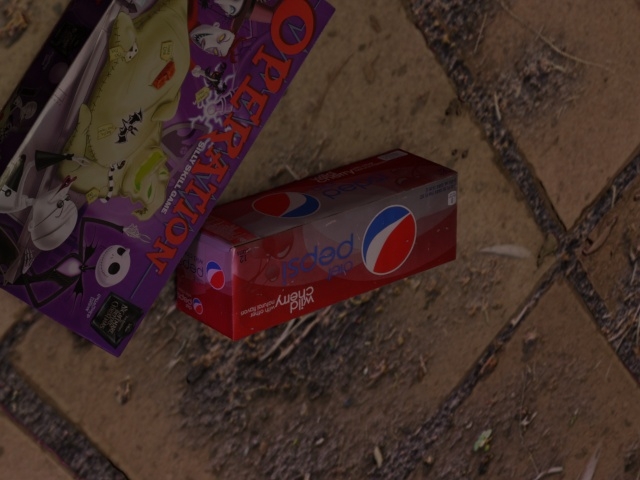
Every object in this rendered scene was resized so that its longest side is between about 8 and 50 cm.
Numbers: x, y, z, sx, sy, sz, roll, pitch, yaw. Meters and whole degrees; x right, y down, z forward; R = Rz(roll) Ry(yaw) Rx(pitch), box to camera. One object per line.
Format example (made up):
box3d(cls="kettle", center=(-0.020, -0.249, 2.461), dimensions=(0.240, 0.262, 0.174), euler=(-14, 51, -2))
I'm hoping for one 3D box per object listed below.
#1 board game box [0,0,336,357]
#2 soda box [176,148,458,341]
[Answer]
box3d(cls="board game box", center=(-0.145, -0.097, 1.538), dimensions=(0.347, 0.056, 0.208), euler=(-59, 141, -5))
box3d(cls="soda box", center=(0.000, 0.000, 1.691), dimensions=(0.263, 0.083, 0.092), euler=(-18, 120, -36))
